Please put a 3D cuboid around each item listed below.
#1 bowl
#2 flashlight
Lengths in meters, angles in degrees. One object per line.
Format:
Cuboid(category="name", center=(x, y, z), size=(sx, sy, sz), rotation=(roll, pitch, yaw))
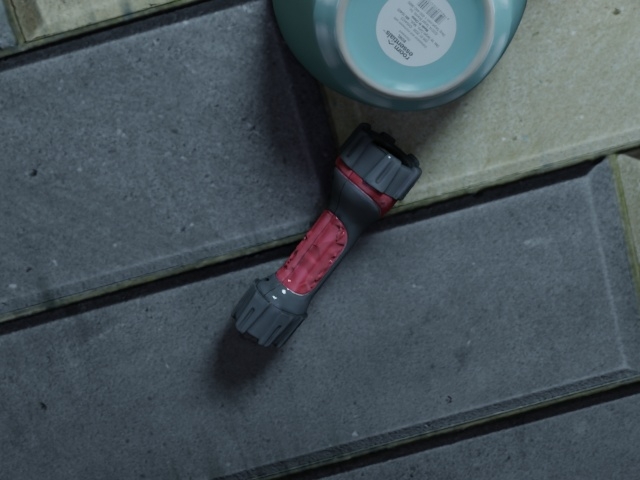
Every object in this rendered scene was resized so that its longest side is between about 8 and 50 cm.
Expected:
Cuboid(category="bowl", center=(0.100, -0.273, 1.666), size=(0.312, 0.163, 0.311), rotation=(-1, 116, -2))
Cuboid(category="flashlight", center=(0.000, 0.000, 1.814), size=(0.103, 0.103, 0.304), rotation=(33, 105, -17))
